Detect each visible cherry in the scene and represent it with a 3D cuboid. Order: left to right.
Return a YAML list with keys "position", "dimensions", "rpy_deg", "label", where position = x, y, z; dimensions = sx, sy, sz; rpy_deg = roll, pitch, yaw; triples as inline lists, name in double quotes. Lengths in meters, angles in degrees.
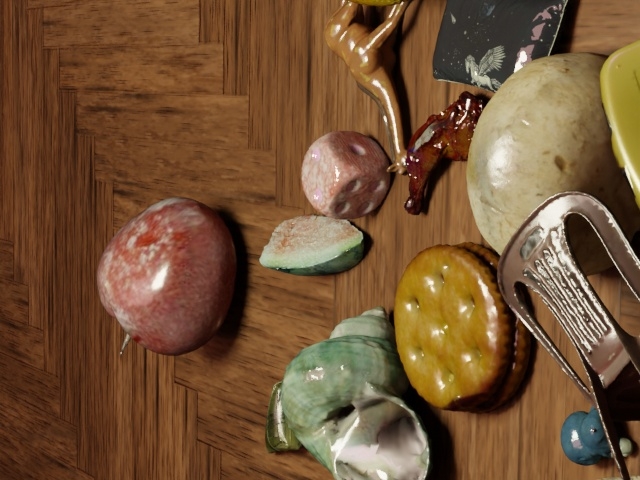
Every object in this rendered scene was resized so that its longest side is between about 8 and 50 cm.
- position: [-0.245, 0.065, 2.401]
  dimensions: [0.236, 0.213, 0.285]
  rpy_deg: [37, 105, 25]
  label: "cherry"

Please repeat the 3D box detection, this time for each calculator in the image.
- position: [0.368, -0.116, 1.516]
  dimensions: [0.157, 0.033, 0.237]
  rpy_deg: [-22, 69, 17]
  label: "calculator"

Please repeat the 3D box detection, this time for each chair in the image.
- position: [0.334, 0.112, 1.525]
  dimensions: [0.176, 0.183, 0.326]
  rpy_deg: [-57, 42, 37]
  label: "chair"

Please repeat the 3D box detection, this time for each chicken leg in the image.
- position: [0.152, -0.115, 1.917]
  dimensions: [0.093, 0.053, 0.205]
  rpy_deg: [61, 145, 12]
  label: "chicken leg"

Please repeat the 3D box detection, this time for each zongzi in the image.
- position: [-0.063, 0.269, 2.287]
  dimensions: [0.113, 0.052, 0.104]
  rpy_deg: [150, 121, -68]
  label: "zongzi"

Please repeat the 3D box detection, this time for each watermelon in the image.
- position: [0.001, 0.009, 2.146]
  dimensions: [0.180, 0.081, 0.094]
  rpy_deg: [10, 85, 41]
  label: "watermelon"

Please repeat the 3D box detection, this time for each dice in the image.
- position: [0.034, -0.090, 2.057]
  dimensions: [0.094, 0.093, 0.091]
  rpy_deg: [59, 138, 38]
  label: "dice"

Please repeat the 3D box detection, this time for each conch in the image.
- position: [0.051, 0.218, 2.000]
  dimensions: [0.220, 0.195, 0.277]
  rpy_deg: [-10, 60, 37]
  label: "conch"

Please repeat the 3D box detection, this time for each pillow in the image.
- position: [0.210, -0.241, 1.805]
  dimensions: [0.208, 0.055, 0.141]
  rpy_deg: [29, 110, 53]
  label: "pillow"

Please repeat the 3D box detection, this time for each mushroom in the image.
- position: [0.241, -0.087, 1.649]
  dimensions: [0.195, 0.189, 0.254]
  rpy_deg: [27, 109, 52]
  label: "mushroom"

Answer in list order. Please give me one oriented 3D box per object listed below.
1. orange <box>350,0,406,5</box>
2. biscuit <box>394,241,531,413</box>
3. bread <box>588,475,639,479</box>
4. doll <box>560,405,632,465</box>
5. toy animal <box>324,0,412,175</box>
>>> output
- position: [0.065, -0.400, 1.868]
  dimensions: [0.236, 0.236, 0.236]
  rpy_deg: [7, 99, 57]
  label: "orange"
- position: [0.174, 0.109, 1.880]
  dimensions: [0.220, 0.066, 0.221]
  rpy_deg: [9, 101, 56]
  label: "biscuit"
- position: [0.294, 0.300, 1.636]
  dimensions: [0.105, 0.152, 0.077]
  rpy_deg: [-23, 74, 61]
  label: "bread"
- position: [0.305, 0.216, 1.703]
  dimensions: [0.083, 0.050, 0.076]
  rpy_deg: [-40, 55, 53]
  label: "doll"
- position: [0.084, -0.226, 2.003]
  dimensions: [0.224, 0.066, 0.230]
  rpy_deg: [33, 111, 30]
  label: "toy animal"
